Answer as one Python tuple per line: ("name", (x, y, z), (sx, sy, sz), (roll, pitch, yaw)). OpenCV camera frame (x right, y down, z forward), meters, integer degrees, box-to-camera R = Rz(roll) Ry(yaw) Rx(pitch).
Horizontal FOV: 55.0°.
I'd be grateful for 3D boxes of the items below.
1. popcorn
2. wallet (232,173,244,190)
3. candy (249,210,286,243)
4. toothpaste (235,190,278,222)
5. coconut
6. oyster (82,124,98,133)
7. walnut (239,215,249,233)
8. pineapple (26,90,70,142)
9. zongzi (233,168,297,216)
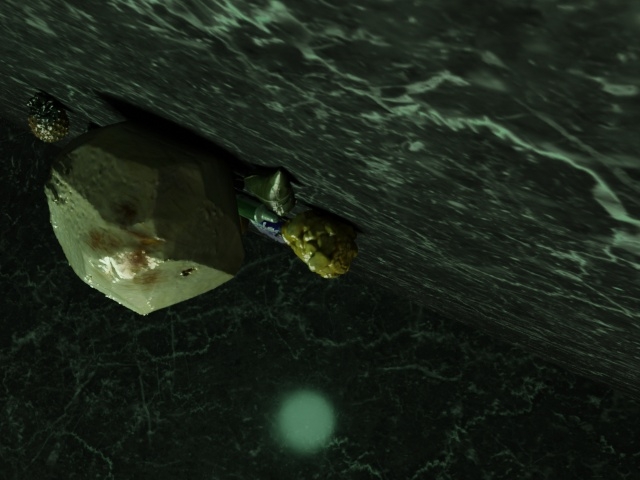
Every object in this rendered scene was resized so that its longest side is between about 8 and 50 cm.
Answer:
("popcorn", (0.009, 0.006, 1.423), (0.194, 0.140, 0.163), (39, 176, -33))
("wallet", (-0.281, -0.163, 1.525), (0.149, 0.044, 0.250), (22, 176, -23))
("candy", (-0.165, -0.056, 1.971), (0.275, 0.070, 0.145), (33, 170, 15))
("toothpaste", (-0.292, -0.131, 1.798), (0.392, 0.061, 0.099), (23, -159, 20))
("coconut", (-0.342, -0.045, 1.266), (0.416, 0.344, 0.415), (24, 155, 13))
("oyster", (-0.630, -0.287, 1.790), (0.125, 0.064, 0.177), (16, 173, 37))
("walnut", (-0.311, -0.101, 1.875), (0.211, 0.087, 0.167), (35, -142, 20))
("pineapple", (-0.712, -0.329, 1.592), (0.108, 0.108, 0.198), (25, 163, -8))
("zongzi", (-0.113, -0.127, 1.152), (0.154, 0.062, 0.130), (39, 161, 27))
